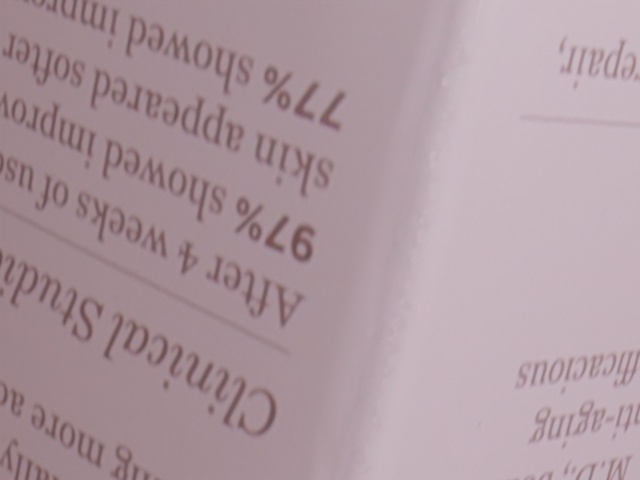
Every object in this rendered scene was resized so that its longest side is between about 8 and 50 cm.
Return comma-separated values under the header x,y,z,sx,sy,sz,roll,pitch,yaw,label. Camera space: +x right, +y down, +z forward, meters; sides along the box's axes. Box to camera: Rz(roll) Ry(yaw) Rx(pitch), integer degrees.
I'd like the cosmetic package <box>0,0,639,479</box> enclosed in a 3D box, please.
x,y,z,sx,sy,sz,roll,pitch,yaw,label
0.000,0.000,0.597,0.327,0.329,0.393,-3,112,-48,cosmetic package
